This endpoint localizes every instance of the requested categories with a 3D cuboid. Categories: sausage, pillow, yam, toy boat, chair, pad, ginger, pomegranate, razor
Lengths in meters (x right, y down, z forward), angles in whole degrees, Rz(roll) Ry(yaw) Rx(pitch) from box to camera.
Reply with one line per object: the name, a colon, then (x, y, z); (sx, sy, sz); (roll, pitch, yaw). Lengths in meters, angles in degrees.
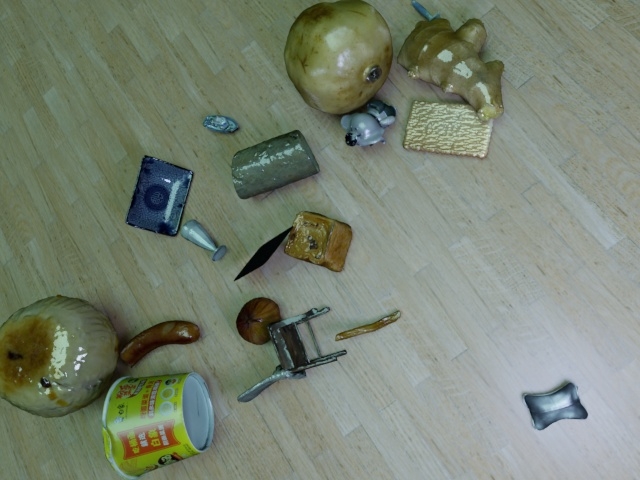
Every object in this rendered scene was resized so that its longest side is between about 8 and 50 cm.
sausage: (-0.532, 0.327, 1.664); (0.302, 0.076, 0.102); (-24, 81, 15)
pillow: (0.588, 0.417, 1.272); (0.136, 0.055, 0.091); (-22, 106, 17)
yam: (-0.146, -0.239, 1.588); (0.268, 0.161, 0.161); (-17, 75, 16)
toy boat: (-0.342, -0.402, 1.734); (0.140, 0.066, 0.059); (15, 82, 20)
chair: (-0.105, 0.328, 1.478); (0.319, 0.160, 0.186); (-24, 79, 13)
pad: (-0.191, 0.113, 1.473); (0.250, 0.055, 0.323); (-27, 42, 55)
ginger: (0.407, -0.508, 1.470); (0.375, 0.166, 0.236); (40, 70, 9)
pomegranate: (0.059, -0.538, 1.496); (0.333, 0.332, 0.332); (-3, 79, 18)
razor: (0.323, -0.705, 1.573); (0.040, 0.068, 0.135); (-38, 59, 9)

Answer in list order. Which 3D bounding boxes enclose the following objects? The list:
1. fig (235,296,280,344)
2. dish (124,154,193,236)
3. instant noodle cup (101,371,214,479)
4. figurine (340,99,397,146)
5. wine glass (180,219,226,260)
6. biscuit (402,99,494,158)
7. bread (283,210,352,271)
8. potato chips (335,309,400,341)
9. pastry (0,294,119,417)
fig: (-0.197, 0.244, 1.502); (0.134, 0.201, 0.146); (7, 91, 7)
dish: (-0.558, -0.149, 1.733); (0.080, 0.182, 0.243); (8, 82, 56)
instant noodle cup: (-0.463, 0.529, 1.500); (0.222, 0.311, 0.311); (-15, 76, 6)
figurine: (0.146, -0.342, 1.520); (0.192, 0.126, 0.147); (-39, 56, -22)
wine glass: (-0.386, 0.002, 1.677); (0.155, 0.073, 0.073); (38, 94, 17)
biscuit: (0.375, -0.328, 1.493); (0.250, 0.030, 0.160); (10, 84, 20)
bread: (0.000, 0.000, 1.505); (0.149, 0.143, 0.158); (23, 89, 29)
potato chips: (0.134, 0.247, 1.443); (0.204, 0.037, 0.026); (-18, 57, -9)
pastry: (-0.835, 0.373, 1.635); (0.389, 0.312, 0.388); (-2, 79, 8)
